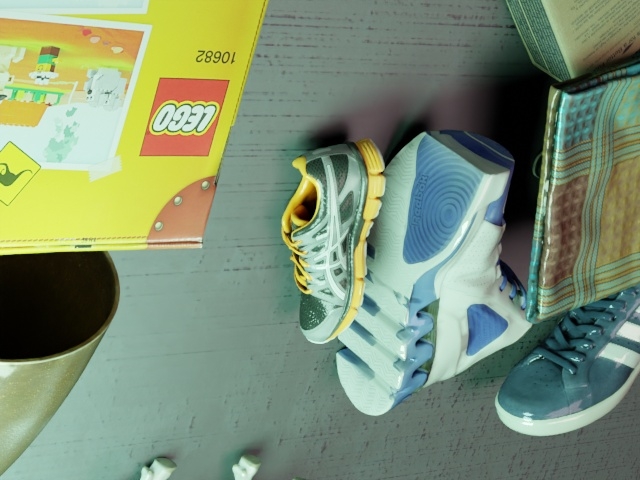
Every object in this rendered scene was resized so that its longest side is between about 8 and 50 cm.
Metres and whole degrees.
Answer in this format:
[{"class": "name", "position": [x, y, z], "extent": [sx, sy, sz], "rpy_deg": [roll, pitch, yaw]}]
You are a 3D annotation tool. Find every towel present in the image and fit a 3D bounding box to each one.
[{"class": "towel", "position": [0.360, -0.079, 2.002], "extent": [0.370, 0.040, 0.271], "rpy_deg": [-20, 124, -37]}]

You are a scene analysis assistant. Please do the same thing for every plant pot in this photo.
[{"class": "plant pot", "position": [-0.298, 0.104, 1.602], "extent": [0.215, 0.215, 0.230], "rpy_deg": [-10, 138, -35]}]

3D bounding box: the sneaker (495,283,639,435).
[{"class": "sneaker", "position": [0.320, 0.071, 2.143], "extent": [0.350, 0.131, 0.148], "rpy_deg": [-38, 132, -24]}]

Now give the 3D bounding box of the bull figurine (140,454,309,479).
[{"class": "bull figurine", "position": [-0.110, 0.317, 1.958], "extent": [0.310, 0.101, 0.188], "rpy_deg": [-1, 114, -42]}]

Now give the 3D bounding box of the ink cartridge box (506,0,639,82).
[{"class": "ink cartridge box", "position": [0.290, -0.289, 1.894], "extent": [0.235, 0.088, 0.193], "rpy_deg": [-41, 138, -12]}]

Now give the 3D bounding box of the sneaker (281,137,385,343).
[{"class": "sneaker", "position": [0.000, 0.000, 1.860], "extent": [0.083, 0.084, 0.215], "rpy_deg": [-2, 116, -24]}]

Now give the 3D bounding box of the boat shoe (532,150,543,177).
[{"class": "boat shoe", "position": [0.284, -0.080, 2.064], "extent": [0.133, 0.042, 0.049], "rpy_deg": [-3, 121, -37]}]

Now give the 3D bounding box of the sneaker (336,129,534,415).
[{"class": "sneaker", "position": [0.138, 0.025, 1.966], "extent": [0.182, 0.127, 0.315], "rpy_deg": [-10, 130, -40]}]

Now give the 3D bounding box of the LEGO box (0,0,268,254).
[{"class": "LEGO box", "position": [-0.286, -0.190, 1.398], "extent": [0.500, 0.193, 0.372], "rpy_deg": [-2, 118, -40]}]
